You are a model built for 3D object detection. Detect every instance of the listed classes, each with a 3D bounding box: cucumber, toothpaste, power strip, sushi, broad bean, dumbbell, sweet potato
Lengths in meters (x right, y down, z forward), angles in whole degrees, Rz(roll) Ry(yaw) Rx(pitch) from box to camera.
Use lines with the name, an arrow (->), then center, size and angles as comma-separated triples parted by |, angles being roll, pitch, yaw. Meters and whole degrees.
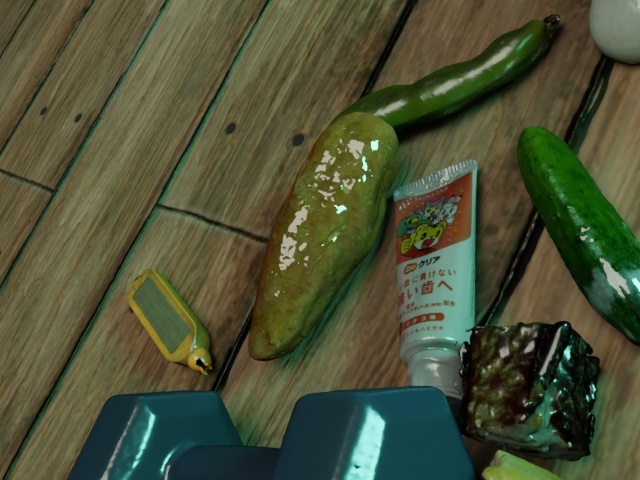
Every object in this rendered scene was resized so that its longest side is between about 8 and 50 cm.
cucumber -> 0.202, -0.009, 0.548 | 0.056, 0.056, 0.250 | -33, 48, 18
toothpaste -> 0.098, 0.033, 0.611 | 0.089, 0.057, 0.234 | -21, 45, 32
power strip -> -0.162, 0.091, 0.790 | 0.049, 0.028, 0.178 | -51, 45, 1
sushi -> 0.145, 0.104, 0.494 | 0.098, 0.094, 0.084 | -13, 55, 53
broad bean -> 0.114, -0.145, 0.704 | 0.254, 0.046, 0.065 | -22, 46, 25
dumbbell -> -0.048, 0.181, 0.530 | 0.324, 0.144, 0.160 | -12, 45, 43
sweet potato -> 0.000, 0.000, 0.683 | 0.097, 0.097, 0.252 | 18, 82, 43

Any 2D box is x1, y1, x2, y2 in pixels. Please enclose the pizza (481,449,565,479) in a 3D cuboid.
pizza -> 0.145, 0.232, 0.408 | 0.182, 0.062, 0.161 | 29, 70, 16

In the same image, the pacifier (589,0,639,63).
pacifier -> 0.262, -0.252, 0.589 | 0.279, 0.227, 0.207 | 24, 121, 44
